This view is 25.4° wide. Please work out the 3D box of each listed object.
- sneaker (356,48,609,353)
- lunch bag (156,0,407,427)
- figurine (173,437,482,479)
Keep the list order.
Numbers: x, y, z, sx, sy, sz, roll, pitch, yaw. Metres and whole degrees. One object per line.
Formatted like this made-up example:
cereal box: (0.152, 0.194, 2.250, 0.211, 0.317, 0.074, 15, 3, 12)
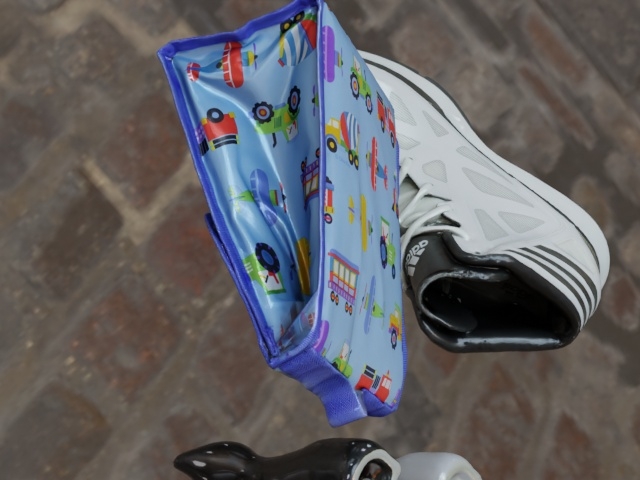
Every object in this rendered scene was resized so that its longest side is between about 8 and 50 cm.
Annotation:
sneaker: (0.088, -0.046, 1.403, 0.447, 0.169, 0.257, 32, 19, 3)
lunch bag: (0.000, 0.000, 1.091, 0.221, 0.138, 0.293, 45, 30, -64)
figurine: (0.007, 0.222, 1.291, 0.215, 0.209, 0.092, 18, 79, -50)
